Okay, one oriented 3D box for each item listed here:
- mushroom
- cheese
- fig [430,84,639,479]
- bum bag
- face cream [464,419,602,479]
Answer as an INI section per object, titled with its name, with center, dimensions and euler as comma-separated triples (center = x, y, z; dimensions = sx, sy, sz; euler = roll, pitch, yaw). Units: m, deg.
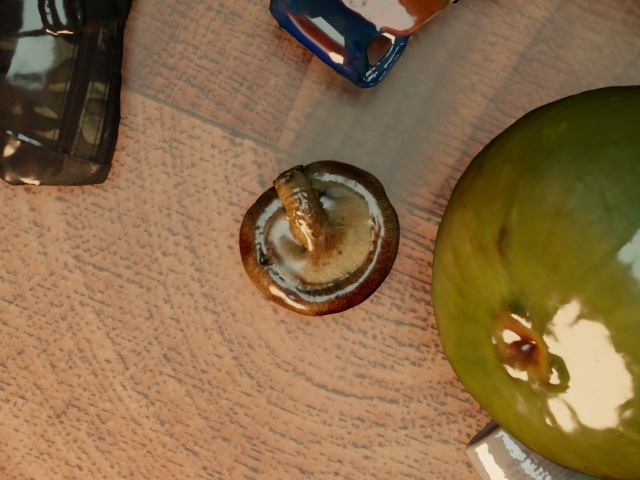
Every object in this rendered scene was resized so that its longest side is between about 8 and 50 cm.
[mushroom]
center = 0.000, 0.000, 1.463
dimensions = 0.127, 0.087, 0.127
euler = 0, 86, 2
[cheese]
center = 0.099, -0.269, 1.456
dimensions = 0.217, 0.129, 0.329
euler = 40, 88, 2
[fig]
center = 0.253, 0.021, 1.387
dimensions = 0.316, 0.316, 0.316
euler = 0, 88, -2
[bum bag]
center = -0.204, -0.209, 1.465
dimensions = 0.144, 0.095, 0.341
euler = 13, 89, -16
[face cream]
center = 0.199, 0.220, 1.476
dimensions = 0.084, 0.057, 0.198
euler = -37, 91, -2
